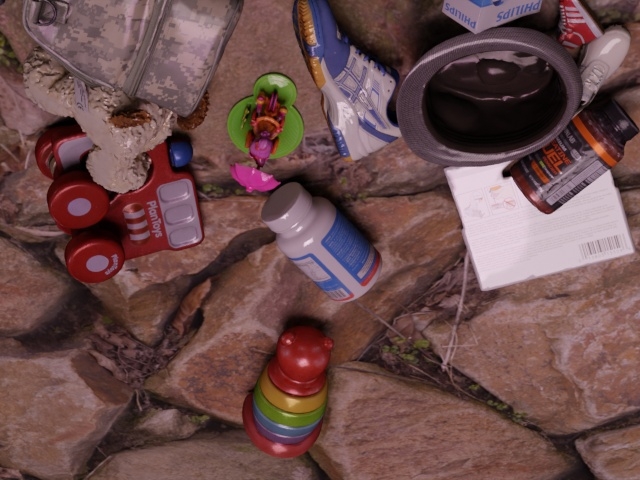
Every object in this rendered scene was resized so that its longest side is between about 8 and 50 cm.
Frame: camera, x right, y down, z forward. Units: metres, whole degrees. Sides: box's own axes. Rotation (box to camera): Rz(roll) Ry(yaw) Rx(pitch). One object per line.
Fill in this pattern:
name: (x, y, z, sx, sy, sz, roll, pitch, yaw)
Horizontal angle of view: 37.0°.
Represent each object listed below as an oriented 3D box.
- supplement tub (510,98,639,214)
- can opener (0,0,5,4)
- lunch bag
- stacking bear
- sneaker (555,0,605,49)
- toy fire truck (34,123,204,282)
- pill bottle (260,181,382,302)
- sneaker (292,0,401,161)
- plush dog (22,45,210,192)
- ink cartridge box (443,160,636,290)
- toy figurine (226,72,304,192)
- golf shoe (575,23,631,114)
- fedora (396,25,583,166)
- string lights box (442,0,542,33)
supplement tub: (0.409, -0.138, 1.533, 0.106, 0.106, 0.198, 38, 114, -26)
can opener: (-0.573, -0.376, 1.437, 0.186, 0.059, 0.073, 1, 133, 3)
lunch bag: (-0.250, -0.343, 1.287, 0.256, 0.305, 0.213, 20, 128, -18)
stacking bear: (-0.054, 0.290, 1.944, 0.175, 0.164, 0.289, 11, 127, -6)
sneaker: (0.363, -0.333, 1.418, 0.067, 0.042, 0.118, -29, 120, 31)
toy fire truck: (-0.336, -0.084, 1.638, 0.253, 0.169, 0.302, -16, 134, -14)
pill bottle: (0.000, 0.000, 1.692, 0.124, 0.124, 0.221, -28, 124, 26)
sneaker: (0.049, -0.265, 1.479, 0.131, 0.112, 0.296, -21, 132, 2)
plush dog: (-0.275, -0.232, 1.442, 0.210, 0.225, 0.262, -8, 127, 44)
ink cartridge box: (0.377, -0.058, 1.658, 0.275, 0.060, 0.239, -15, 104, 17)
toy figurine: (-0.090, -0.155, 1.534, 0.130, 0.159, 0.173, 14, 131, -9)
golf shoe: (0.415, -0.245, 1.465, 0.069, 0.086, 0.176, 24, 128, -15)
fedora: (0.251, -0.238, 1.456, 0.275, 0.124, 0.244, -12, 131, 14)
string lights box: (0.255, -0.420, 1.281, 0.133, 0.077, 0.260, -24, 141, -30)
